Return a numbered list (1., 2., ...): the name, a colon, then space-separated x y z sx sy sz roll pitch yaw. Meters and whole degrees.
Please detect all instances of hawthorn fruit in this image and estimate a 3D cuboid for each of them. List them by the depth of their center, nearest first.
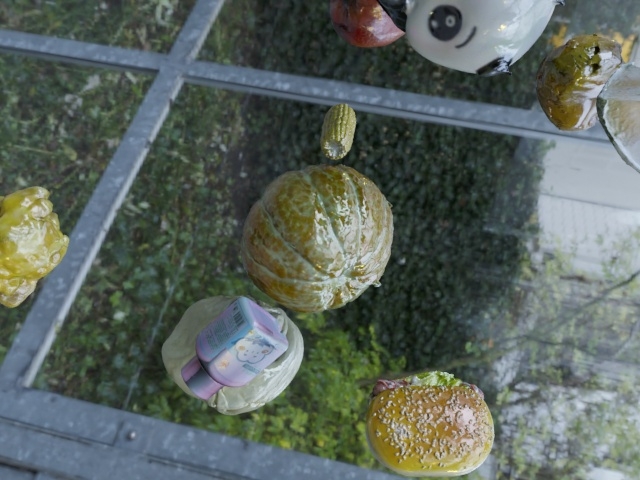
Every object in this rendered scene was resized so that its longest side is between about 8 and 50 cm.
1. hawthorn fruit: 0.106 -0.490 1.392 0.179 0.173 0.173 -34 145 -33

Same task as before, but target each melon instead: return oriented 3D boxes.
1. melon: 0.394 -0.161 0.824 0.093 0.139 0.202 -49 -140 47

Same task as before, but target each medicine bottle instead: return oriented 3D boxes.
1. medicine bottle: -0.168 0.210 1.260 0.119 0.188 0.094 42 9 -41

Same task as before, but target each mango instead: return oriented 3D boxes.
1. mango: 0.451 -0.273 1.167 0.156 0.151 0.249 -70 162 6

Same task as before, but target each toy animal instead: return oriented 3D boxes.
1. toy animal: 0.247 -0.413 1.107 0.251 0.251 0.310 94 -25 -44

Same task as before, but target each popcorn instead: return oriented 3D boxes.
1. popcorn: -0.609 0.008 1.306 0.253 0.190 0.191 -37 145 -7

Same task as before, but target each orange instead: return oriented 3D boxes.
1. orange: 0.000 0.000 1.374 0.249 0.329 0.329 57 -21 33

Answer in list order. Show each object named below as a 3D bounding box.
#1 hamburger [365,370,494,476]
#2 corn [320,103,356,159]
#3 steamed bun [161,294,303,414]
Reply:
1. hamburger: 0.175 0.300 1.096 0.116 0.210 0.173 106 -14 -50
2. corn: 0.042 -0.261 1.578 0.238 0.080 0.080 -80 177 -60
3. steamed bun: -0.164 0.252 1.485 0.289 0.203 0.276 48 60 -30
